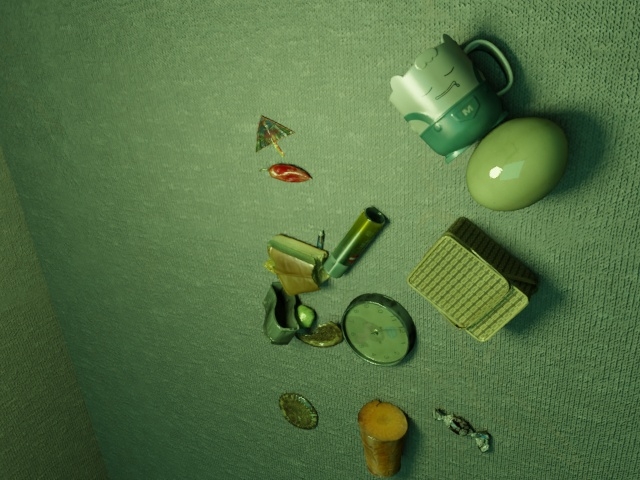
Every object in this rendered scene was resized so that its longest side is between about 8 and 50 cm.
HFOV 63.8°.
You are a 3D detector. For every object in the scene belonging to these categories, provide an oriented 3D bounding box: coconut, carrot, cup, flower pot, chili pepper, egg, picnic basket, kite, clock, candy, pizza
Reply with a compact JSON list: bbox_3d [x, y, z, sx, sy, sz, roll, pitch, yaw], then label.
[{"bbox_3d":[-0.067,0.298,1.977,0.088,0.088,0.096,30,97,16],"label":"coconut"},{"bbox_3d":[0.227,0.767,1.959,0.196,0.196,0.254,16,122,25],"label":"carrot"},{"bbox_3d":[0.353,-0.382,1.335,0.290,0.219,0.257,-39,90,6],"label":"cup"},{"bbox_3d":[-0.156,0.276,1.948,0.103,0.229,0.108,13,130,-23],"label":"flower pot"},{"bbox_3d":[-0.120,-0.234,1.778,0.191,0.050,0.059,12,116,13],"label":"chili pepper"},{"bbox_3d":[0.498,-0.192,1.314,0.269,0.219,0.219,-36,91,34],"label":"egg"},{"bbox_3d":[0.448,0.120,1.519,0.313,0.175,0.228,41,126,8],"label":"picnic basket"},{"bbox_3d":[-0.168,-0.357,1.774,0.190,0.010,0.159,-17,104,37],"label":"kite"},{"bbox_3d":[0.203,0.323,1.841,0.280,0.055,0.280,14,119,26],"label":"clock"},{"bbox_3d":[0.496,0.670,1.829,0.226,0.051,0.094,31,128,15],"label":"candy"},{"bbox_3d":[-0.173,0.082,1.975,0.123,0.026,0.108,17,118,25],"label":"pizza"}]

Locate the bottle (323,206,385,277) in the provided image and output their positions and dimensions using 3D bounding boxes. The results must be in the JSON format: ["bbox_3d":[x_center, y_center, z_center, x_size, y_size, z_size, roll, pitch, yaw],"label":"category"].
[{"bbox_3d":[0.109,0.013,1.734,0.082,0.082,0.286,42,127,8],"label":"bottle"}]

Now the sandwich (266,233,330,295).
[{"bbox_3d":[-0.074,0.074,1.854,0.186,0.108,0.220,-16,108,36],"label":"sandwich"}]

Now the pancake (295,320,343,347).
[{"bbox_3d":[-0.003,0.355,1.960,0.184,0.020,0.190,17,135,-2],"label":"pancake"}]

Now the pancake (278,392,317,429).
[{"bbox_3d":[-0.099,0.746,2.246,0.199,0.021,0.199,13,119,26],"label":"pancake"}]

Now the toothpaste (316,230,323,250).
[{"bbox_3d":[0.000,0.000,1.834,0.027,0.019,0.083,22,129,20],"label":"toothpaste"}]
